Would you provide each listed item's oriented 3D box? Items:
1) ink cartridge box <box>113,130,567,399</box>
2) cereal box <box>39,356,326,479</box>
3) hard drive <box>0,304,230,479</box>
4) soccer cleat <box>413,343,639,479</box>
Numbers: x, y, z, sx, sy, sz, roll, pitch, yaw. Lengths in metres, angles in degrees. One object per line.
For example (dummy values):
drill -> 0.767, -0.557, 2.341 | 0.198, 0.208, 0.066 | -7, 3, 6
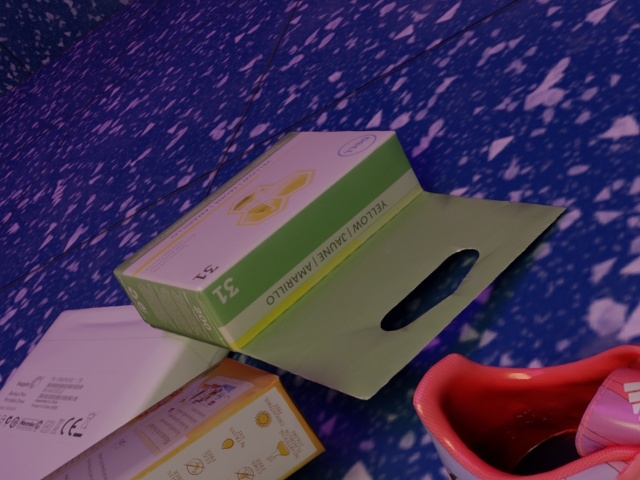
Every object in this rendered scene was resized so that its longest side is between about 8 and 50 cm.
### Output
ink cartridge box -> 0.000, 0.000, 0.600 | 0.171, 0.056, 0.235 | -40, 25, -26
cereal box -> -0.123, 0.144, 0.499 | 0.240, 0.047, 0.173 | -34, 5, -12
hard drive -> -0.219, 0.192, 0.680 | 0.233, 0.047, 0.353 | -8, 41, 50
soccer cleat -> 0.135, 0.070, 0.299 | 0.248, 0.095, 0.083 | -10, 40, 50
